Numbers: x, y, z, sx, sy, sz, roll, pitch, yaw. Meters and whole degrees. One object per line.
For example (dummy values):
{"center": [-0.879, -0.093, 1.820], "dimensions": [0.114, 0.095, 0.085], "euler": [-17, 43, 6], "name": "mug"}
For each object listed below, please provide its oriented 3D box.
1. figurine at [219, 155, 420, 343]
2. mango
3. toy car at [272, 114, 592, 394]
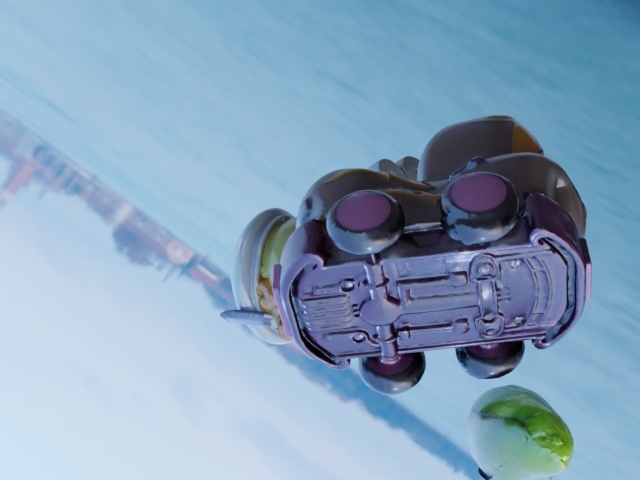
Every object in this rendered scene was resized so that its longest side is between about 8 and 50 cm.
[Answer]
{"center": [0.023, -0.005, 1.558], "dimensions": [0.224, 0.382, 0.205], "euler": [-1, -124, -56], "name": "figurine"}
{"center": [0.233, 0.235, 1.213], "dimensions": [0.125, 0.111, 0.233], "euler": [62, 172, -4], "name": "mango"}
{"center": [0.121, -0.004, 1.144], "dimensions": [0.271, 0.340, 0.240], "euler": [78, -173, -45], "name": "toy car"}
